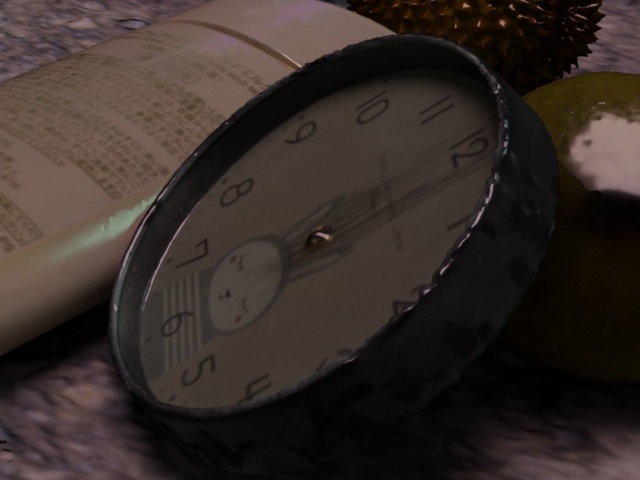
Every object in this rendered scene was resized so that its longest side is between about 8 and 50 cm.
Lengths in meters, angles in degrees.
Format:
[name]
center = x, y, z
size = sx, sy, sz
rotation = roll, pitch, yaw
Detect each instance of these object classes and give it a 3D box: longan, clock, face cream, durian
[longan]
center = 0.134, -0.003, 0.766
size = 0.154, 0.176, 0.145
rotation = 27, 78, 7
[clock]
center = 0.000, 0.000, 0.714
size = 0.215, 0.042, 0.215
rotation = -27, 37, 22
[face cream]
center = -0.101, -0.050, 0.880
size = 0.173, 0.081, 0.348
rotation = 26, 38, 31
[durian]
center = 0.097, -0.147, 1.014
size = 0.158, 0.137, 0.168
rotation = 10, 3, -44
